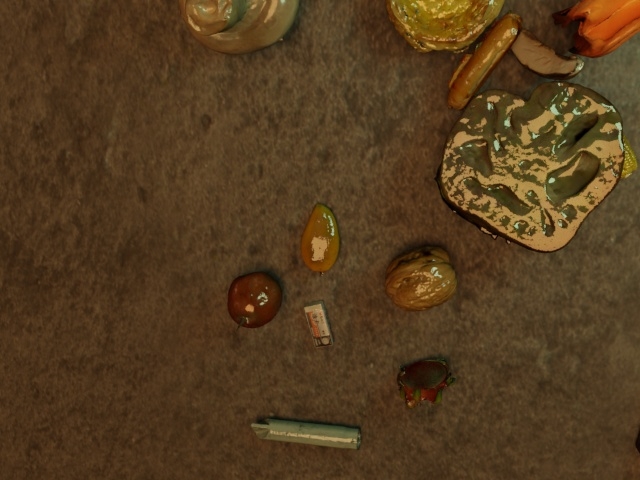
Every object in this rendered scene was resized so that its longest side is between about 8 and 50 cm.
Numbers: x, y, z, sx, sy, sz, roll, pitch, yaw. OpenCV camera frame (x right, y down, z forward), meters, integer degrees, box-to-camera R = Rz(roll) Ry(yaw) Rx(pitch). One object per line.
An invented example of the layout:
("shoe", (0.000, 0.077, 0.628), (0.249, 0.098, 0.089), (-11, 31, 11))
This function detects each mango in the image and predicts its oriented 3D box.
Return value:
("mango", (0.000, 0.000, 1.692), (0.101, 0.066, 0.187), (7, 98, 10))

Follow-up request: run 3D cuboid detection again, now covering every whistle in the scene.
("whistle", (-0.042, 0.541, 1.847), (0.312, 0.062, 0.062), (3, 105, 12))

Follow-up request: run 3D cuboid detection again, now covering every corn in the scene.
("corn", (0.640, -0.231, 1.475), (0.072, 0.072, 0.203), (-29, 96, 19))

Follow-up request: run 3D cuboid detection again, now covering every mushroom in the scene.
("mushroom", (0.488, -0.390, 1.424), (0.210, 0.094, 0.072), (49, 121, 40))
("mushroom", (-0.201, -0.556, 1.464), (0.293, 0.290, 0.292), (4, 110, 11))

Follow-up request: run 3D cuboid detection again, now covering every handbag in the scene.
("handbag", (0.665, -0.513, 1.271), (0.410, 0.303, 0.116), (-32, 97, 20))

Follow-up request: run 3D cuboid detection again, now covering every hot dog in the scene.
("hot dog", (0.351, -0.391, 1.459), (0.076, 0.104, 0.250), (38, 129, 1))

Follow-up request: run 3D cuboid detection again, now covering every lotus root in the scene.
("lotus root", (0.456, -0.156, 1.431), (0.391, 0.111, 0.374), (-15, 87, 16))

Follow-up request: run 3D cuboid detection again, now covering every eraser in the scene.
("eraser", (-0.003, 0.226, 1.768), (0.052, 0.029, 0.122), (-13, 101, 16))

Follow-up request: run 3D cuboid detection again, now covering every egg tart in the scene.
("egg tart", (0.280, -0.551, 1.455), (0.291, 0.107, 0.290), (3, 102, 15))

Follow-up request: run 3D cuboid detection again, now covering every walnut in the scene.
("walnut", (0.241, 0.097, 1.616), (0.184, 0.155, 0.155), (-20, 99, 17))

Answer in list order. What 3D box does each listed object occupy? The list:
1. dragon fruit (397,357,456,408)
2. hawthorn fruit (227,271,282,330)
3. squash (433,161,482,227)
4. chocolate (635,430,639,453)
("dragon fruit", (0.266, 0.369, 1.709), (0.142, 0.138, 0.175), (50, 150, 35))
("hawthorn fruit", (-0.182, 0.173, 1.727), (0.149, 0.149, 0.189), (20, 67, 7))
("squash", (0.375, -0.142, 1.565), (0.184, 0.085, 0.192), (42, 98, 26))
("chocolate", (0.863, 0.393, 1.576), (0.112, 0.112, 0.321), (8, 106, 2))
